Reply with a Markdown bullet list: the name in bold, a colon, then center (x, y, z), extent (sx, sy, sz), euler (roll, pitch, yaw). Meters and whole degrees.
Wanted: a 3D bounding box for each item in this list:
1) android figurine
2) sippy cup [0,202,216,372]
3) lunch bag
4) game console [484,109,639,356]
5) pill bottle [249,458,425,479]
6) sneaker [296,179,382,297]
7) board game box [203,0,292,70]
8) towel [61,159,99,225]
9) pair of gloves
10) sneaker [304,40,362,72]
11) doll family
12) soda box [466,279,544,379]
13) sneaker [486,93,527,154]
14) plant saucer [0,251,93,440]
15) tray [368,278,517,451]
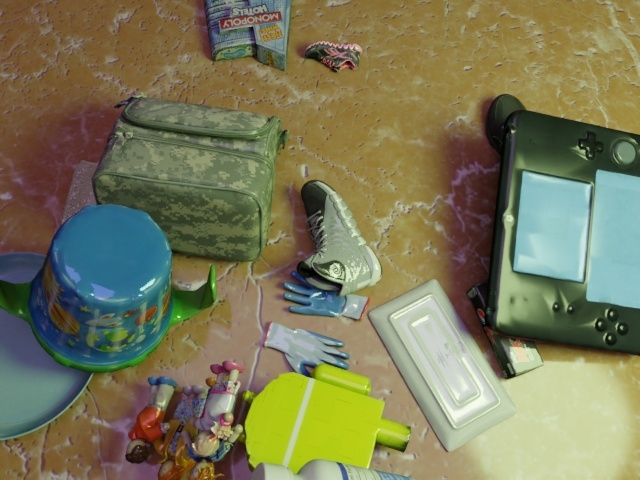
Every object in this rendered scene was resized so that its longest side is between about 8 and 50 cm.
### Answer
- **android figurine**: center (-0.004, 0.308, 0.964), extent (0.273, 0.056, 0.248), euler (15, 56, 4)
- **sippy cup**: center (-0.332, 0.063, 0.967), extent (0.306, 0.224, 0.240), euler (-33, 78, -34)
- **lunch bag**: center (-0.223, -0.131, 1.099), extent (0.306, 0.212, 0.255), euler (8, 52, 1)
- **game console**: center (0.457, -0.010, 1.064), extent (0.342, 0.060, 0.386), euler (10, 81, -15)
- **pill bottle**: center (0.039, 0.374, 0.810), extent (0.272, 0.152, 0.152), euler (16, 68, -14)
- **sneaker**: center (0.000, 0.000, 1.094), extent (0.132, 0.086, 0.228), euler (-25, 71, -29)
- **board game box**: center (-0.137, -0.440, 1.289), extent (0.194, 0.060, 0.194), euler (-10, 69, -5)
- **towel**: center (-0.420, -0.079, 1.159), extent (0.110, 0.027, 0.148), euler (6, 69, 1)
- **pair of gloves**: center (-0.008, 0.146, 1.087), extent (0.159, 0.023, 0.198), euler (20, 69, 6)
- **sneaker**: center (0.026, -0.375, 1.281), extent (0.120, 0.047, 0.057), euler (2, 80, 0)
- **doll family**: center (-0.186, 0.294, 0.948), extent (0.118, 0.263, 0.163), euler (38, 48, -33)
- **soda box**: center (0.319, 0.150, 1.078), extent (0.060, 0.053, 0.168), euler (-18, 71, -8)
- **sneaker**: center (0.393, -0.176, 1.179), extent (0.101, 0.106, 0.267), euler (-11, 68, -4)
- **plant saucer**: center (-0.523, 0.175, 1.051), extent (0.318, 0.043, 0.317), euler (1, 68, -2)
- **tray**: center (0.209, 0.205, 1.067), extent (0.145, 0.030, 0.270), euler (-26, 72, -12)
